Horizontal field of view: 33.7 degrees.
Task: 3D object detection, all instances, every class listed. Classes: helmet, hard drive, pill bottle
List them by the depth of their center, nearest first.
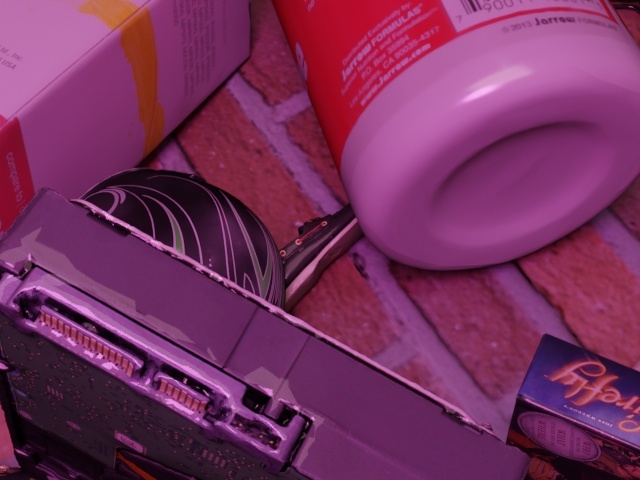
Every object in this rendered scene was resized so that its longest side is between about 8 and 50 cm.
[{"bbox_3d":[-0.056,0.118,0.564,0.237,0.339,0.064,28,64,3],"label":"hard drive"},{"bbox_3d":[-0.105,0.042,0.751,0.169,0.169,0.161,-41,59,-19],"label":"helmet"},{"bbox_3d":[0.078,-0.199,0.826,0.229,0.229,0.408,-16,59,-6],"label":"pill bottle"}]

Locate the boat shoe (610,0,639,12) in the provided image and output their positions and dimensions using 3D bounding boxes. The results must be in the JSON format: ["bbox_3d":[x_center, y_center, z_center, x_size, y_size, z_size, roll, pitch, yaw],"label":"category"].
[{"bbox_3d":[0.294,-0.228,0.951,0.152,0.056,0.049,2,63,17],"label":"boat shoe"}]

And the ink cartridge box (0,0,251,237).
[{"bbox_3d":[-0.268,-0.155,0.848,0.279,0.160,0.385,26,53,18],"label":"ink cartridge box"}]

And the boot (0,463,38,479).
[{"bbox_3d":[-0.267,0.150,0.746,0.178,0.085,0.236,9,55,2],"label":"boot"}]

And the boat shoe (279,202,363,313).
[{"bbox_3d":[0.000,-0.001,0.832,0.042,0.049,0.133,41,74,16],"label":"boat shoe"}]

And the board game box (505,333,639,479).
[{"bbox_3d":[0.185,0.154,0.607,0.165,0.243,0.042,21,63,17],"label":"board game box"}]

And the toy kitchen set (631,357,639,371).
[{"bbox_3d":[0.344,0.135,0.715,0.122,0.166,0.207,-39,100,-17],"label":"toy kitchen set"}]
